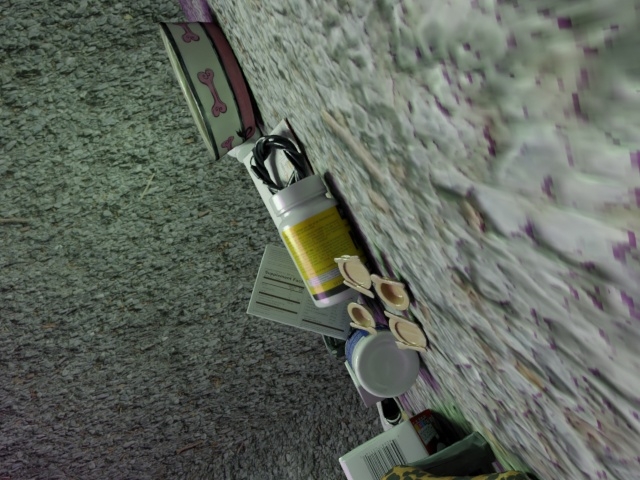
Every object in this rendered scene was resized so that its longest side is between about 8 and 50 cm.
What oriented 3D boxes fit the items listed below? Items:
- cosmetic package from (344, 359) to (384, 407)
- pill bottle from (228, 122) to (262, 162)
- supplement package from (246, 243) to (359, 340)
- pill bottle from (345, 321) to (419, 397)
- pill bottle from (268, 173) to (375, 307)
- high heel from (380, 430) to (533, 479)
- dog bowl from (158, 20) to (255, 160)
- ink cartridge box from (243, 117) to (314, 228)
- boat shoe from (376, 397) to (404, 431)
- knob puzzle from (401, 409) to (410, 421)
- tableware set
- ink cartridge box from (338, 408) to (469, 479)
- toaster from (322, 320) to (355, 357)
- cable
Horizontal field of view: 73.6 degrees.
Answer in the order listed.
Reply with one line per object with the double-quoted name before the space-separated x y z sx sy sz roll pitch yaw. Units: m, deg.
"cosmetic package" 0.152 0.395 1.239 0.085 0.118 0.231 60 173 35
"pill bottle" -0.304 -0.402 1.549 0.264 0.146 0.146 59 174 27
"supplement package" -0.029 0.120 0.950 0.262 0.204 0.145 94 -168 -79
"pill bottle" 0.105 0.212 0.802 0.111 0.112 0.187 63 174 0
"pill bottle" 0.000 0.000 0.743 0.208 0.119 0.119 63 175 -2
"high heel" 0.152 0.321 0.469 0.093 0.186 0.261 64 175 -2
"dog bowl" -0.330 -0.457 1.293 0.407 0.151 0.408 61 168 24
"ink cartridge box" -0.046 -0.104 0.977 0.261 0.066 0.296 -19 99 59
"boat shoe" 0.248 0.610 1.479 0.258 0.095 0.084 63 179 -7
"knob puzzle" 0.289 0.570 1.225 0.213 0.030 0.213 61 174 11
"tableware set" 0.086 0.095 0.632 0.141 0.020 0.168 15 134 45
"ink cartridge box" 0.188 0.445 0.717 0.271 0.130 0.309 60 -172 25
"toaster" 0.052 0.232 1.314 0.146 0.129 0.226 -124 17 -68
"cable" -0.088 -0.143 0.894 0.185 0.047 0.150 -17 101 59
